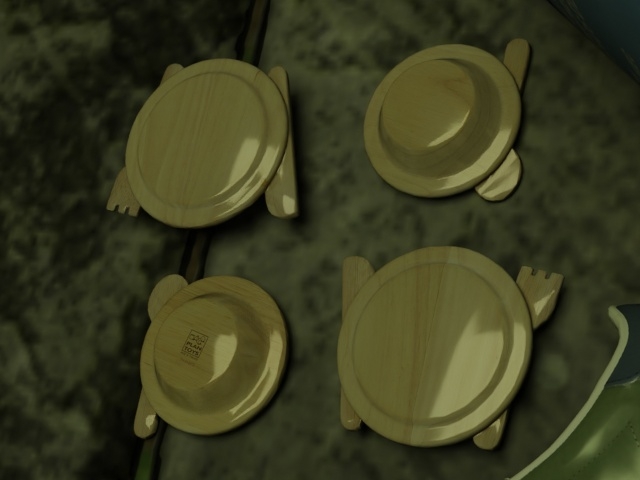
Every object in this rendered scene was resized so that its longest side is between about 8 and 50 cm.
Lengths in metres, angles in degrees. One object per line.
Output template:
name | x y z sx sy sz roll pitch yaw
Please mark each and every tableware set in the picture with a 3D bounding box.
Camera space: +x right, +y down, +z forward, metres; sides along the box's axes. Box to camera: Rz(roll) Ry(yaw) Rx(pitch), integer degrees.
tableware set | 0.000 0.000 0.533 0.169 0.020 0.141 -3 70 25

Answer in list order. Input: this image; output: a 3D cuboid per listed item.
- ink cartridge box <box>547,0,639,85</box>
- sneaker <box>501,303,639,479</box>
ink cartridge box | 0.196 -0.120 0.409 0.270 0.151 0.395 -43 55 5
sneaker | 0.074 0.101 0.431 0.086 0.064 0.192 23 81 40
